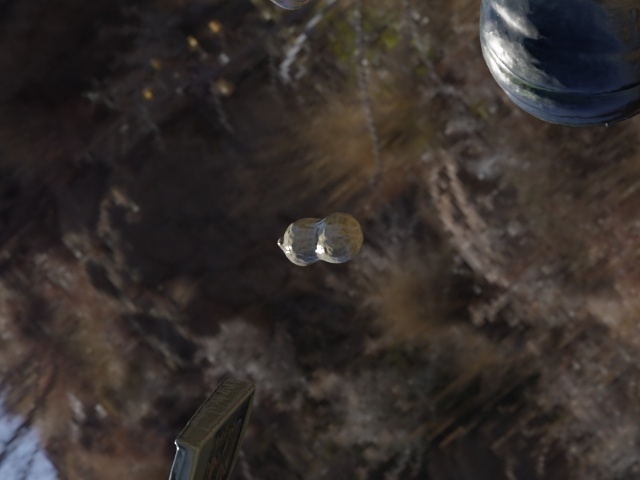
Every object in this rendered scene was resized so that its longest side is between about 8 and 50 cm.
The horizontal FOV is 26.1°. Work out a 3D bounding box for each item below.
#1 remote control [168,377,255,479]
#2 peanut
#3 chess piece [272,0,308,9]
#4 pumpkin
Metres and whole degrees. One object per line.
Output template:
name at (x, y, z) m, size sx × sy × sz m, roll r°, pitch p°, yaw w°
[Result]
remote control at (-0.112, 0.217, 1.338) m, size 0.038 × 0.123 × 0.285 m, roll 15°, pitch -174°, yaw 4°
peanut at (0.000, 0.000, 2.088) m, size 0.187 × 0.082 × 0.082 m, roll -8°, pitch 134°, yaw 49°
chess piece at (0.073, -0.460, 1.975) m, size 0.117 × 0.397 × 0.117 m, roll 21°, pitch -121°, yaw -40°
pumpkin at (0.255, -0.220, 1.214) m, size 0.216 × 0.250 × 0.250 m, roll 8°, pitch 171°, yaw 20°
